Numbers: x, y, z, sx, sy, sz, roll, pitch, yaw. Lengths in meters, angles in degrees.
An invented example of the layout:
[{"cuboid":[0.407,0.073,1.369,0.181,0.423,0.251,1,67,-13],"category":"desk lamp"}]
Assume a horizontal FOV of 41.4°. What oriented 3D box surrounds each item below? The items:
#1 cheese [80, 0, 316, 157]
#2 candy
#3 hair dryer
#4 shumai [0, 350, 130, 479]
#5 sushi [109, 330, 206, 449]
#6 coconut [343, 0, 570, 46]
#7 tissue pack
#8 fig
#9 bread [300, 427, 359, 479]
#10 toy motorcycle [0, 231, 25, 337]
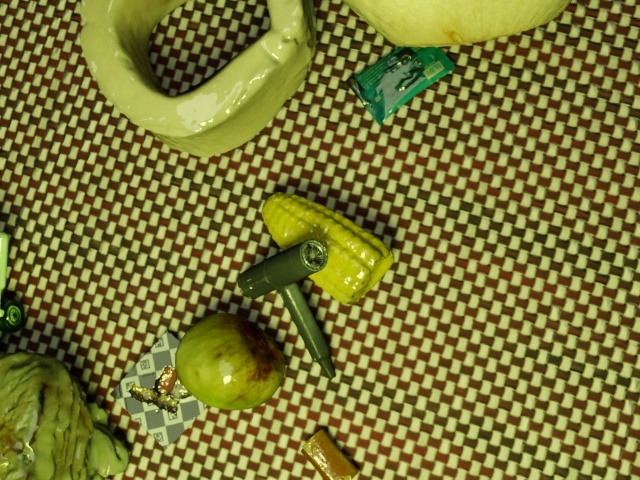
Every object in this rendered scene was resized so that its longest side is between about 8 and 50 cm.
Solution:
[{"cuboid":[-0.155,-0.298,1.201,0.332,0.153,0.292,-36,80,5],"category":"cheese"},{"cuboid":[0.000,0.000,1.176,0.199,0.094,0.106,37,112,19],"category":"candy"},{"cuboid":[-0.013,0.102,1.154,0.050,0.173,0.195,-37,96,-35],"category":"hair dryer"},{"cuboid":[-0.390,0.289,1.157,0.189,0.218,0.256,1,73,30],"category":"shumai"},{"cuboid":[-0.217,0.215,1.222,0.120,0.026,0.126,42,84,9],"category":"sushi"},{"cuboid":[0.176,-0.461,1.070,0.415,0.345,0.416,-2,107,-6],"category":"coconut"},{"cuboid":[0.114,-0.239,1.217,0.138,0.028,0.085,-37,80,7],"category":"tissue pack"},{"cuboid":[-0.123,0.165,1.159,0.153,0.136,0.121,24,106,22],"category":"fig"},{"cuboid":[0.012,0.305,1.171,0.047,0.036,0.083,-42,82,0],"category":"bread"},{"cuboid":[-0.525,0.138,1.187,0.125,0.196,0.331,8,89,20],"category":"toy motorcycle"}]
